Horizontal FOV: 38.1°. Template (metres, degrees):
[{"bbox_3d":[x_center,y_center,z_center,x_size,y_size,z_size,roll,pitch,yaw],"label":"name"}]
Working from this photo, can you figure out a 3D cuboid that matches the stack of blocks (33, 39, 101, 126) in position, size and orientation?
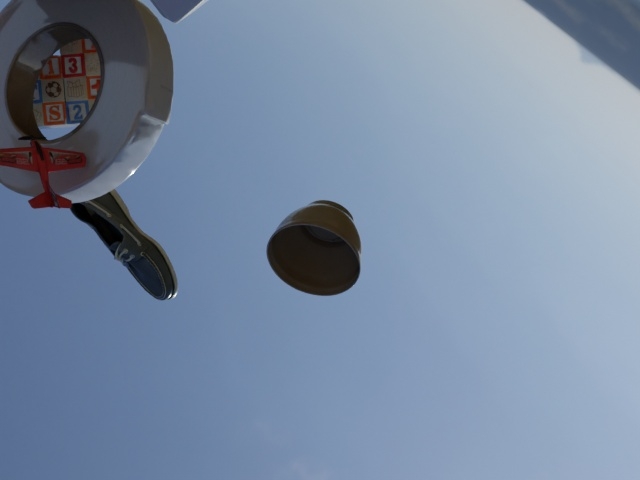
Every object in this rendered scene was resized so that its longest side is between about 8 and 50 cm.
[{"bbox_3d":[-0.448,-0.301,1.734,0.297,0.171,0.087,-4,-176,3],"label":"stack of blocks"}]

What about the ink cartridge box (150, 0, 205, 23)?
[{"bbox_3d":[-0.076,-0.277,0.671,0.148,0.203,0.086,52,-138,-14],"label":"ink cartridge box"}]

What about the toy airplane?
[{"bbox_3d":[-0.421,-0.102,1.419,0.151,0.028,0.151,23,-137,-23],"label":"toy airplane"}]

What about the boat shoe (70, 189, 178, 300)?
[{"bbox_3d":[-0.444,0.014,2.070,0.319,0.116,0.099,55,-142,-2],"label":"boat shoe"}]

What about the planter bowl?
[{"bbox_3d":[0.000,0.000,1.578,0.162,0.162,0.109,33,-138,-12],"label":"planter bowl"}]

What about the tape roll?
[{"bbox_3d":[-0.425,-0.255,1.557,0.392,0.392,0.072,46,-168,24],"label":"tape roll"}]
